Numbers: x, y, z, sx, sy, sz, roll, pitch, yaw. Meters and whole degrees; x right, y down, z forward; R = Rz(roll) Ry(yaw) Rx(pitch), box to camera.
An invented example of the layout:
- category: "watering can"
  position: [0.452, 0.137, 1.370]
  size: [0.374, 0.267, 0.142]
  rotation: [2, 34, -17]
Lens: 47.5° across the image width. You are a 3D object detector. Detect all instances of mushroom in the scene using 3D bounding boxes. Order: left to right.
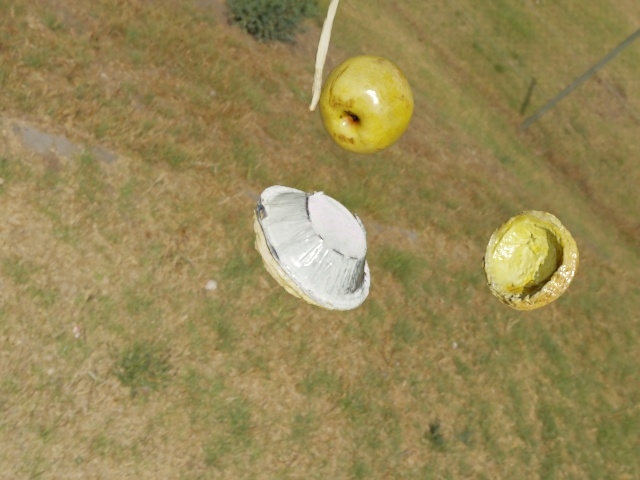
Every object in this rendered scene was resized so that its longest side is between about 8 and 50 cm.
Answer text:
- category: "mushroom"
  position: [0.012, -0.283, 0.924]
  size: [0.028, 0.286, 0.026]
  rotation: [-15, 53, -22]

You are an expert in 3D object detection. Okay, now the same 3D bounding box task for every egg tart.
- category: "egg tart"
  position: [0.000, 0.000, 1.125]
  size: [0.234, 0.094, 0.234]
  rotation: [34, 33, -26]
- category: "egg tart"
  position: [0.435, 0.045, 1.495]
  size: [0.090, 0.213, 0.212]
  rotation: [29, 43, -46]

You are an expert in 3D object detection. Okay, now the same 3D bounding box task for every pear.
- category: "pear"
  position: [0.097, -0.287, 1.529]
  size: [0.209, 0.209, 0.208]
  rotation: [24, 47, -29]
